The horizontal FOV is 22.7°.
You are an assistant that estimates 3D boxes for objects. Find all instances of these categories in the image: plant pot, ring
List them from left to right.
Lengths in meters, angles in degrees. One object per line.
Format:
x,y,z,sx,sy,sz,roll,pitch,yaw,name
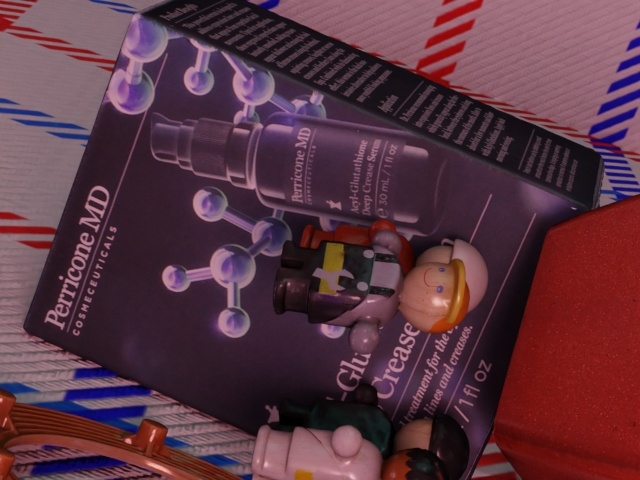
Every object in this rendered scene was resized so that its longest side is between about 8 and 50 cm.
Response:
-0.104,0.171,1.052,0.336,0.032,0.336,23,4,-2,ring
0.275,0.110,1.128,0.235,0.267,0.267,3,-31,30,plant pot

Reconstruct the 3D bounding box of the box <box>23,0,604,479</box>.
0.000,0.000,1.349,0.395,0.293,0.212,23,18,5,box

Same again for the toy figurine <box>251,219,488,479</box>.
0.042,0.093,1.137,0.148,0.213,0.209,8,3,5,toy figurine
